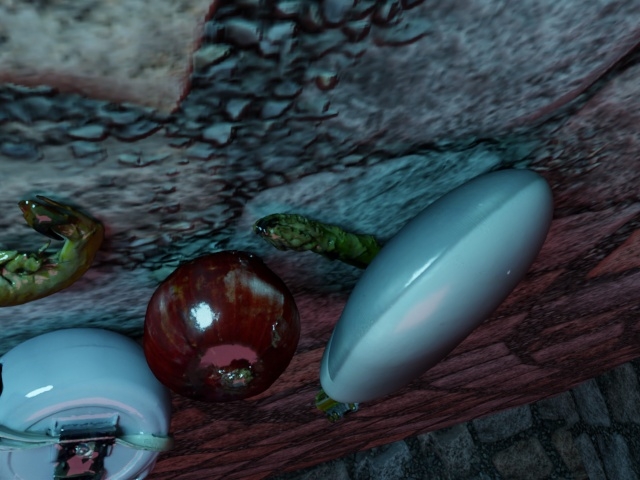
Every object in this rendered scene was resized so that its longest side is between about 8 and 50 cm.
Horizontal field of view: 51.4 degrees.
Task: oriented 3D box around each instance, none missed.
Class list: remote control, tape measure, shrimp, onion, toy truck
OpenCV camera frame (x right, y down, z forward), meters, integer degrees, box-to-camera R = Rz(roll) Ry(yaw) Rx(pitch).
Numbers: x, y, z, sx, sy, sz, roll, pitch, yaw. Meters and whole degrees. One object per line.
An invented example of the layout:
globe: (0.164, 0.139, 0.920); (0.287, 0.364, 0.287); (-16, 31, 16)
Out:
remote control: (0.096, 0.052, 0.604); (0.221, 0.103, 0.332); (-38, 167, -23)
tape measure: (-0.233, 0.170, 0.613); (0.196, 0.105, 0.178); (-4, 125, -21)
shrimp: (-0.217, 0.010, 0.414); (0.124, 0.034, 0.178); (-35, 153, 30)
onion: (-0.079, 0.071, 0.541); (0.131, 0.131, 0.131); (-15, 157, -6)
toy truck: (0.038, 0.275, 1.171); (0.052, 0.063, 0.123); (-28, 168, -39)

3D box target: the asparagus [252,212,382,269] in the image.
asparagus: (0.000, 0.001, 0.550); (0.036, 0.030, 0.165); (-10, 166, 36)
